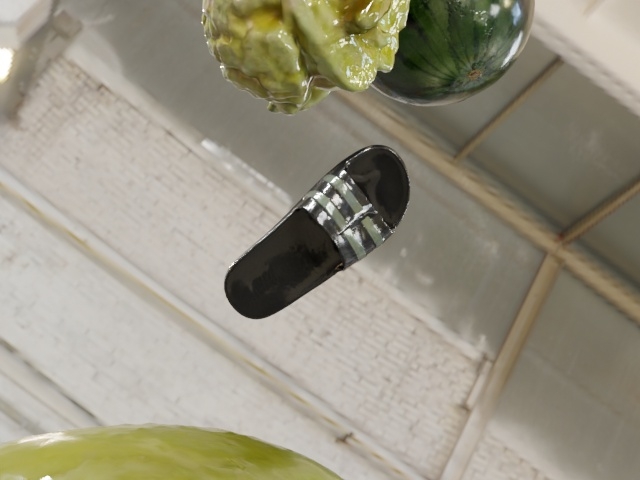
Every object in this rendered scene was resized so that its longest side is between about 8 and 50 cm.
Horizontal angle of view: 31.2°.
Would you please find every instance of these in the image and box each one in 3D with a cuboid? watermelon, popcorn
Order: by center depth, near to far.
[{"bbox_3d":[-0.010,-0.201,1.003,0.187,0.185,0.167,-22,-77,13],"label":"popcorn"},{"bbox_3d":[0.136,-0.284,1.383,0.242,0.242,0.242,20,-38,17],"label":"watermelon"}]

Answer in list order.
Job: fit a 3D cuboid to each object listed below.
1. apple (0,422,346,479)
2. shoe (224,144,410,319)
[{"bbox_3d":[-0.068,0.209,0.423,0.254,0.292,0.292,-35,-70,22],"label":"apple"},{"bbox_3d":[0.000,0.000,0.895,0.071,0.179,0.049,50,5,-9],"label":"shoe"}]
